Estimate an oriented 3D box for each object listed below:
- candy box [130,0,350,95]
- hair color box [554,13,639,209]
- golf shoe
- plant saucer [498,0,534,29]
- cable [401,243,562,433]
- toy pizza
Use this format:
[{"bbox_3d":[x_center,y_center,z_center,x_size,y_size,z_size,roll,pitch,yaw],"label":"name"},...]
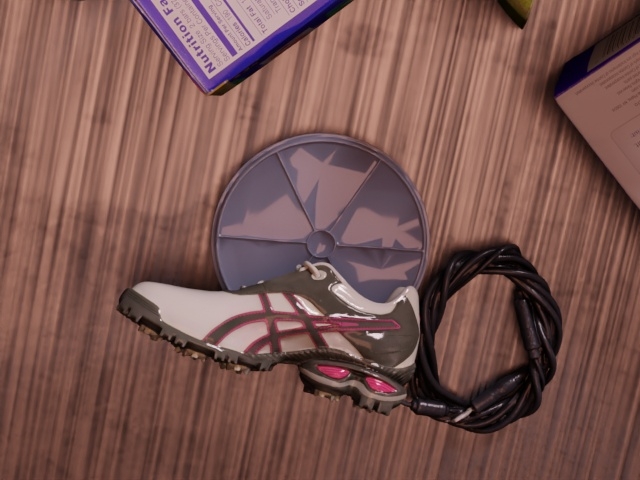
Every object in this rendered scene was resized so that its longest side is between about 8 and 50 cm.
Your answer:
[{"bbox_3d":[0.003,-0.251,1.121,0.317,0.268,0.122,-35,97,3],"label":"candy box"},{"bbox_3d":[0.386,-0.064,1.237,0.185,0.110,0.339,-34,101,29],"label":"hair color box"},{"bbox_3d":[-0.043,0.068,1.239,0.273,0.105,0.120,17,85,-12],"label":"golf shoe"},{"bbox_3d":[0.184,-0.279,1.177,0.045,0.188,0.188,19,98,4],"label":"plant saucer"},{"bbox_3d":[0.156,0.093,1.306,0.151,0.047,0.184,21,97,-8],"label":"cable"},{"bbox_3d":[0.000,0.000,1.283,0.201,0.032,0.201,-1,101,-3],"label":"toy pizza"}]
